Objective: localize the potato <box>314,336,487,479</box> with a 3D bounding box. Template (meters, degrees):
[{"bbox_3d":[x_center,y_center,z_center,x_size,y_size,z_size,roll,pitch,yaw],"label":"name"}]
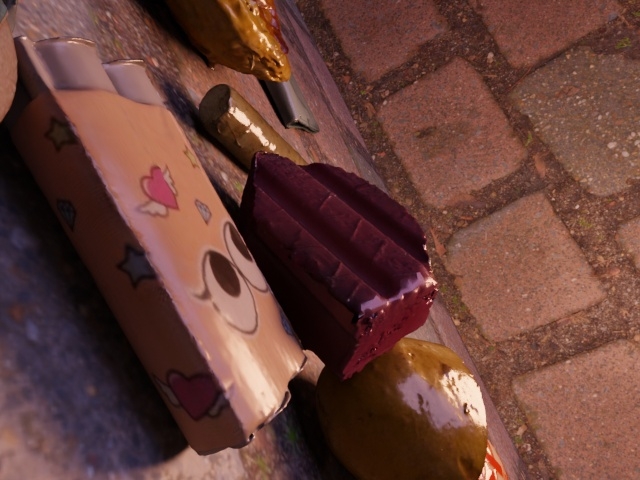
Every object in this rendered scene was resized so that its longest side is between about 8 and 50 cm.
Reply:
[{"bbox_3d":[0.069,0.190,0.559,0.158,0.178,0.203,30,56,-33],"label":"potato"}]

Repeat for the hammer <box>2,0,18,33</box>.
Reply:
[{"bbox_3d":[-0.287,-0.206,0.293,0.226,0.041,0.159,56,16,-20],"label":"hammer"}]

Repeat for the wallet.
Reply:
[{"bbox_3d":[-0.090,-0.388,1.249,0.251,0.054,0.290,66,10,-1],"label":"wallet"}]

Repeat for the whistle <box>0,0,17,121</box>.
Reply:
[{"bbox_3d":[-0.198,-0.066,0.224,0.107,0.057,0.220,82,9,-56],"label":"whistle"}]

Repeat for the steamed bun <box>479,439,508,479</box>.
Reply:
[{"bbox_3d":[0.174,0.325,0.665,0.232,0.145,0.232,55,16,-24],"label":"steamed bun"}]

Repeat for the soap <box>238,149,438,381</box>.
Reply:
[{"bbox_3d":[0.000,0.000,0.579,0.182,0.112,0.289,-17,47,-40],"label":"soap"}]

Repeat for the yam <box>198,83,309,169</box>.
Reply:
[{"bbox_3d":[-0.062,-0.117,0.808,0.371,0.083,0.083,41,25,-55],"label":"yam"}]

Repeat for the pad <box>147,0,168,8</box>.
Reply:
[{"bbox_3d":[-0.320,-0.438,0.665,0.248,0.007,0.367,59,16,-10],"label":"pad"}]

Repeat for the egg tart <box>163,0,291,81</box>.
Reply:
[{"bbox_3d":[-0.165,-0.396,0.802,0.351,0.153,0.339,33,34,-64],"label":"egg tart"}]

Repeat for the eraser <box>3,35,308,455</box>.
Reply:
[{"bbox_3d":[-0.119,0.001,0.390,0.290,0.087,0.171,61,11,-3],"label":"eraser"}]
